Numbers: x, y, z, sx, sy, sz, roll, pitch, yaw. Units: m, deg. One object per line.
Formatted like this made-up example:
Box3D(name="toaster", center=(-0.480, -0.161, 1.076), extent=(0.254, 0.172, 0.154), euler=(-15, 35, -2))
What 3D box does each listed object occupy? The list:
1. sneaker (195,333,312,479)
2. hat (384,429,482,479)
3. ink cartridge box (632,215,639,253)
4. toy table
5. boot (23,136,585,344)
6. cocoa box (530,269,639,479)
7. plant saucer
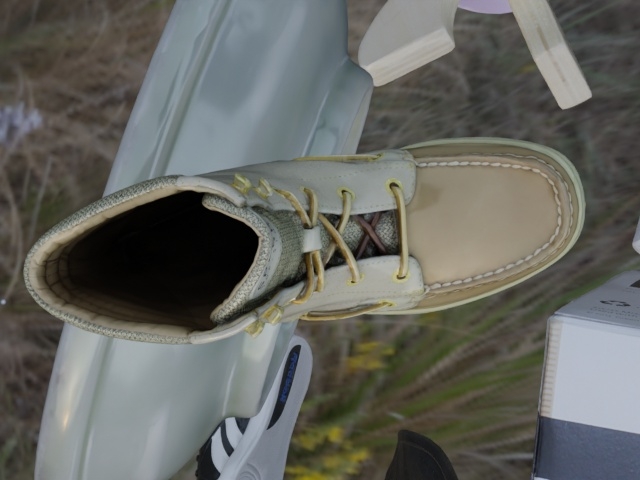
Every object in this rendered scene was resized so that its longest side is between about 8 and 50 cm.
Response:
Box3D(name="sneaker", center=(-0.093, 0.180, 1.653), extent=(0.079, 0.121, 0.217), euler=(48, 56, -48))
Box3D(name="hat", center=(0.166, 0.319, 1.660), extent=(0.134, 0.331, 0.331), euler=(-10, 90, -16))
Box3D(name="ink cartridge box", center=(0.412, -0.089, 1.664), extent=(0.114, 0.197, 0.273), euler=(41, 45, -19))
Box3D(name="toy table", center=(0.128, -0.230, 1.374), extent=(0.252, 0.161, 0.274), euler=(-34, 135, 21))
Box3D(name="boot", center=(0.000, 0.000, 0.758), extent=(0.213, 0.165, 0.077), euler=(-7, 90, 11))
Box3D(name="cocoa box", center=(0.313, 0.162, 1.091), extent=(0.347, 0.231, 0.228), euler=(8, 99, 21))
Box3D(name="plant saucer", center=(-0.049, -0.012, 1.067), extent=(0.101, 0.400, 0.400), euler=(19, 85, 3))
